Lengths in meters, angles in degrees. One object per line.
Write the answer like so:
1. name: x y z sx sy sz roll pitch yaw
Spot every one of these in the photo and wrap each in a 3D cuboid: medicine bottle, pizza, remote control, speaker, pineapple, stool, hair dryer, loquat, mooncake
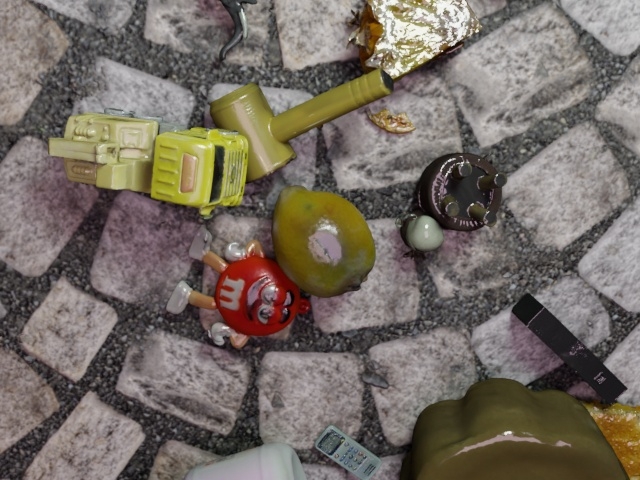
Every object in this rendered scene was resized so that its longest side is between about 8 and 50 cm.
1. medicine bottle: -0.161 0.482 1.196 0.302 0.241 0.241 -18 104 0
2. pizza: 0.113 -0.191 1.171 0.083 0.016 0.037 17 95 -6
3. remote control: 0.049 0.377 1.301 0.124 0.018 0.053 39 97 -12
4. speaker: 0.422 0.184 1.250 0.218 0.082 0.044 42 96 -13
5. pineapple: 0.139 -0.327 1.094 0.186 0.114 0.236 18 98 -8
6. stool: 0.205 -0.055 1.160 0.217 0.121 0.125 -45 104 2
7. hair dryer: -0.026 -0.194 1.083 0.279 0.090 0.135 -20 104 27
8. loquat: 0.000 0.000 1.146 0.152 0.152 0.195 -38 90 5
9. mooncake: 0.313 0.413 1.219 0.379 0.201 0.378 0 110 0
10. pizza: 0.558 0.356 1.308 0.292 0.058 0.197 41 106 -12

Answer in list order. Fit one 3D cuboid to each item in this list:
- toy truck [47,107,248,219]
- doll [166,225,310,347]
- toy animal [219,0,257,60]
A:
1. toy truck: -0.253 -0.116 1.059 0.272 0.157 0.124 13 104 20
2. doll: -0.127 0.090 1.189 0.217 0.085 0.183 23 100 0
3. toy animal: -0.118 -0.412 1.072 0.137 0.082 0.269 -13 108 2
